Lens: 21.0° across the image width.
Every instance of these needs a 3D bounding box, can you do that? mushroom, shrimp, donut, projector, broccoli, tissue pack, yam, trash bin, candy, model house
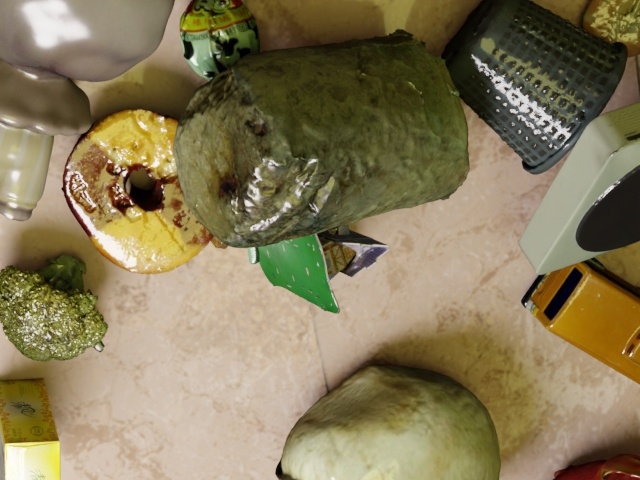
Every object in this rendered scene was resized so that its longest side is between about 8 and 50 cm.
[{"bbox_3d":[0.095,0.230,1.987,0.267,0.189,0.164,13,91,-15],"label":"mushroom"},{"bbox_3d":[0.386,-0.254,1.959,0.184,0.043,0.091,-5,107,-10],"label":"shrimp"},{"bbox_3d":[-0.193,-0.060,1.877,0.166,0.073,0.184,-44,112,5],"label":"donut"},{"bbox_3d":[0.364,-0.083,1.904,0.257,0.079,0.259,-17,153,-25],"label":"projector"},{"bbox_3d":[-0.293,0.073,1.885,0.131,0.130,0.120,13,63,10],"label":"broccoli"},{"bbox_3d":[-0.323,0.228,1.893,0.062,0.176,0.095,-2,108,-13],"label":"tissue pack"},{"bbox_3d":[0.003,-0.108,1.787,0.300,0.195,0.195,-15,115,-39],"label":"yam"},{"bbox_3d":[0.223,-0.188,1.889,0.161,0.175,0.175,36,98,-11],"label":"trash bin"},{"bbox_3d":[-0.096,-0.116,1.863,0.091,0.083,0.305,-27,116,-48],"label":"candy"},{"bbox_3d":[0.000,0.000,1.911,0.088,0.167,0.117,-27,113,-24],"label":"model house"}]

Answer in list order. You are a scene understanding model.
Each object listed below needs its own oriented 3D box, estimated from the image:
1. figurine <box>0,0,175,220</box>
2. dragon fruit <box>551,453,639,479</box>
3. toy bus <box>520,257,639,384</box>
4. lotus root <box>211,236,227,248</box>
[{"bbox_3d":[-0.280,-0.204,1.736,0.248,0.203,0.380,18,105,-22],"label":"figurine"},{"bbox_3d":[0.355,0.369,2.071,0.250,0.250,0.315,13,148,-17],"label":"dragon fruit"},{"bbox_3d":[0.352,0.097,2.036,0.201,0.114,0.098,30,101,-21],"label":"toy bus"},{"bbox_3d":[-0.107,-0.029,1.927,0.030,0.037,0.083,11,105,-16],"label":"lotus root"}]
